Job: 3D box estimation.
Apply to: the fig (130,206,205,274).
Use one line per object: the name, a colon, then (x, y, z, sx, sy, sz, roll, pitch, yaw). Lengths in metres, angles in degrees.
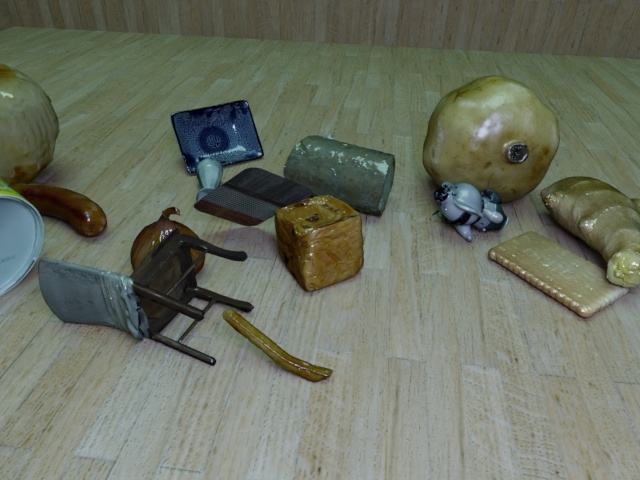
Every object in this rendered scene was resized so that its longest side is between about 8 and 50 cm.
fig: (-0.310, -0.002, 0.996, 0.146, 0.201, 0.134, -29, 56, -25)

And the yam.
yam: (0.058, -0.167, 1.282, 0.268, 0.161, 0.161, 18, 38, 23)

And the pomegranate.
pomegranate: (0.426, -0.242, 1.281, 0.333, 0.332, 0.332, 1, 34, -1)

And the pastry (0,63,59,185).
pastry: (-0.859, -0.266, 1.260, 0.389, 0.312, 0.388, 7, 40, -6)

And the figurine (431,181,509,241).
figurine: (0.342, -0.073, 1.177, 0.192, 0.126, 0.147, 24, 17, -20)

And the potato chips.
potato chips: (-0.075, 0.176, 0.834, 0.204, 0.037, 0.026, 32, 22, 3)

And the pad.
pad: (-0.209, -0.082, 1.035, 0.323, 0.055, 0.250, -4, -14, -43)

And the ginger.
ginger: (0.648, -0.021, 1.128, 0.236, 0.166, 0.375, 16, 41, -22)

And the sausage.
sausage: (-0.621, -0.080, 1.202, 0.302, 0.076, 0.103, 13, 44, 19)

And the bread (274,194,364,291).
bread: (0.000, 0.000, 1.050, 0.158, 0.143, 0.149, -12, 29, -19)

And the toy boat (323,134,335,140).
toy boat: (0.019, -0.291, 1.545, 0.059, 0.066, 0.140, -14, 38, -27)

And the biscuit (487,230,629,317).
biscuit: (0.495, 0.064, 1.070, 0.160, 0.030, 0.250, -21, 40, -28)

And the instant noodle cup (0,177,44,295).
instant noodle cup: (-0.696, -0.027, 0.948, 0.222, 0.311, 0.311, 26, 40, 17)

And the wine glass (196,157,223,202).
wine glass: (-0.290, -0.146, 1.320, 0.073, 0.073, 0.155, -4, 38, -7)

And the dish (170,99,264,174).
dish: (-0.309, -0.299, 1.496, 0.243, 0.181, 0.080, -19, 3, -26)

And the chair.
chair: (-0.303, 0.085, 0.905, 0.319, 0.160, 0.186, 14, 42, 17)
